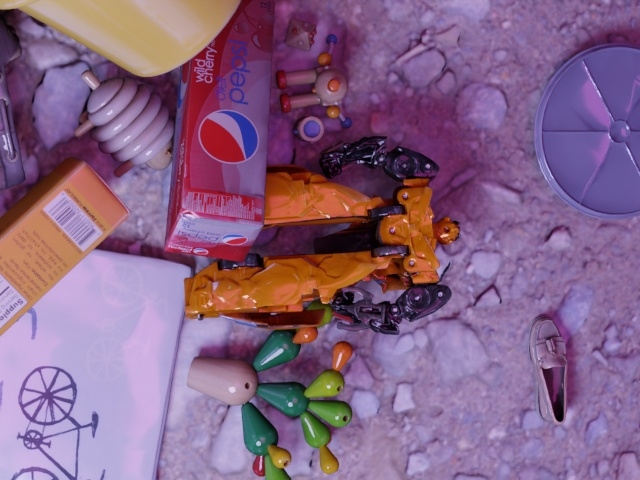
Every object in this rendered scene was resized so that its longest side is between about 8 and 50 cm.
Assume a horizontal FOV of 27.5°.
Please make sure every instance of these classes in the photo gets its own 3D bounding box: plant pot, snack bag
[{"bbox_3d":[-0.201,-0.286,1.217,0.254,0.254,0.239,-50,128,-4],"label":"plant pot"},{"bbox_3d":[-0.312,0.143,1.360,0.343,0.037,0.323,9,92,-20],"label":"snack bag"}]

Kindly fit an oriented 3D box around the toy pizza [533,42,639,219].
[{"bbox_3d":[0.335,-0.124,1.493,0.201,0.032,0.201,-1,95,-13],"label":"toy pizza"}]

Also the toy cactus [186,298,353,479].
[{"bbox_3d":[-0.051,0.159,1.410,0.181,0.112,0.219,14,95,4],"label":"toy cactus"}]

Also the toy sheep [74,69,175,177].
[{"bbox_3d":[-0.200,-0.122,1.340,0.091,0.091,0.132,-47,118,-5],"label":"toy sheep"}]

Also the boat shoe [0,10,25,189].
[{"bbox_3d":[-0.344,-0.186,1.296,0.092,0.103,0.285,-6,92,-27],"label":"boat shoe"}]

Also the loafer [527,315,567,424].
[{"bbox_3d":[0.268,0.150,1.500,0.045,0.039,0.125,-8,97,-12],"label":"loafer"}]

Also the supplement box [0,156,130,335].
[{"bbox_3d":[-0.302,0.022,1.291,0.233,0.078,0.080,-42,110,-10],"label":"supplement box"}]

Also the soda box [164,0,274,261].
[{"bbox_3d":[-0.100,-0.117,1.304,0.083,0.092,0.263,9,64,-14],"label":"soda box"}]

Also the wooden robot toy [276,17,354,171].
[{"bbox_3d":[-0.001,-0.154,1.386,0.076,0.079,0.173,-12,98,-12],"label":"wooden robot toy"}]

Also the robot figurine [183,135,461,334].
[{"bbox_3d":[0.000,0.000,1.367,0.291,0.085,0.211,-3,80,-5],"label":"robot figurine"}]
